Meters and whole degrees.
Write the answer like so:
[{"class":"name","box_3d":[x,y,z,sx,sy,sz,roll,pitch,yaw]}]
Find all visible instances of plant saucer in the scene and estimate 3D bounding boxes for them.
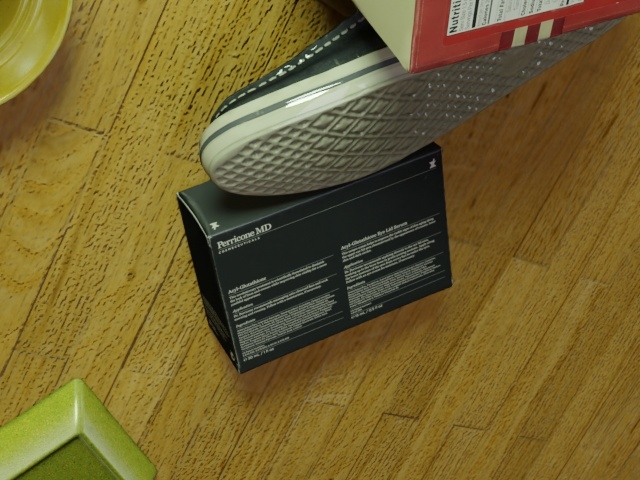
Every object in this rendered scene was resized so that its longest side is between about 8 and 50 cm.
[{"class":"plant saucer","box_3d":[-0.291,0.269,1.245,0.188,0.045,0.188,-34,129,-6]}]

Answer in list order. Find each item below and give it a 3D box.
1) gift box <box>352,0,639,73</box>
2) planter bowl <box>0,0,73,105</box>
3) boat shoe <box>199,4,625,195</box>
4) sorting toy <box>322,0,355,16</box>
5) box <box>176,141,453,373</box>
[{"class":"gift box","box_3d":[0.129,-0.305,0.873,0.276,0.258,0.255,-15,139,-21]},{"class":"planter bowl","box_3d":[-0.314,-0.210,0.904,0.217,0.090,0.217,-14,125,-22]},{"class":"boat shoe","box_3d":[0.093,-0.199,1.090,0.500,0.156,0.187,-31,161,-14]},{"class":"sorting toy","box_3d":[0.016,-0.261,1.108,0.083,0.012,0.062,24,110,-41]},{"class":"box","box_3d":[0.000,0.000,1.204,0.261,0.103,0.184,-21,130,-16]}]
